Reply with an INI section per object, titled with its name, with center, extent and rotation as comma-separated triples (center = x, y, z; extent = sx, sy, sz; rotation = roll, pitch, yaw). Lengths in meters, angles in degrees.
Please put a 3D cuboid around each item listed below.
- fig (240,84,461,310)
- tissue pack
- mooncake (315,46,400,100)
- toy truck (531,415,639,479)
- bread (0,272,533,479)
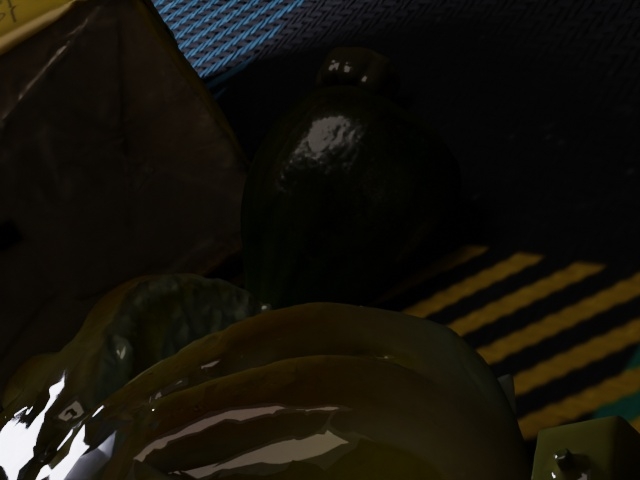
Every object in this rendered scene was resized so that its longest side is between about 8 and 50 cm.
[fig]
center = 0.000, 0.000, 0.721
extent = 0.177, 0.117, 0.117
rotation = -61, 30, 5
[tissue pack]
center = -0.231, -0.074, 0.922
extent = 0.293, 0.228, 0.382
rotation = -34, 29, 0
[mooncake]
center = 0.113, -0.092, 0.749
extent = 0.057, 0.150, 0.347
rotation = -60, 16, -12
[toy truck]
center = 0.102, 0.174, 0.337
extent = 0.127, 0.127, 0.257
rotation = -16, 40, 32
[bread]
center = -0.065, 0.137, 0.532
extent = 0.333, 0.160, 0.333
rotation = -30, 31, 20
